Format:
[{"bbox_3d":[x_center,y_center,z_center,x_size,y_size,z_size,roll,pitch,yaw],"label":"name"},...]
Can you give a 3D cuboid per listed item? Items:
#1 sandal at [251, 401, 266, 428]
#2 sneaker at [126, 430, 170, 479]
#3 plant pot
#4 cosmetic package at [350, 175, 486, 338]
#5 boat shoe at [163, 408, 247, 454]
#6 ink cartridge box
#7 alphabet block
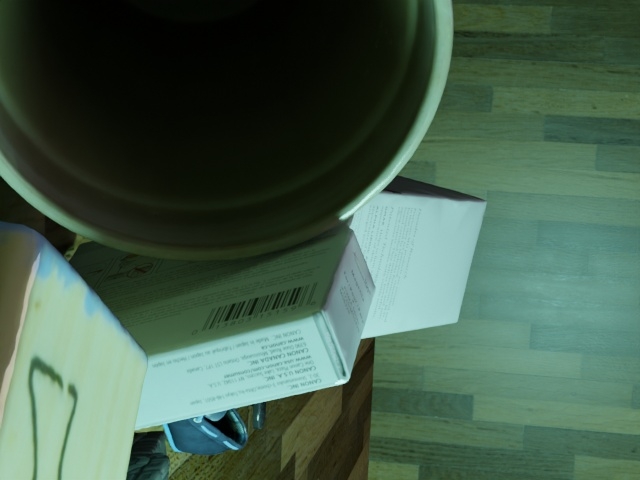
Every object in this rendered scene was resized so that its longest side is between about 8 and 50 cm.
[{"bbox_3d":[-0.098,0.163,1.689,0.067,0.040,0.179,82,0,-71],"label":"sandal"},{"bbox_3d":[-0.154,0.227,0.991,0.286,0.109,0.130,0,80,-89],"label":"sneaker"},{"bbox_3d":[-0.087,-0.191,0.925,0.280,0.323,0.323,-100,-174,-58],"label":"plant pot"},{"bbox_3d":[0.000,0.000,1.325,0.385,0.217,0.156,-5,109,-65],"label":"cosmetic package"},{"bbox_3d":[-0.126,0.143,1.341,0.258,0.089,0.109,75,21,-61],"label":"boat shoe"},{"bbox_3d":[-0.094,0.047,0.946,0.239,0.275,0.060,-66,138,-62],"label":"ink cartridge box"},{"bbox_3d":[-0.204,0.110,0.575,0.192,0.193,0.197,68,27,-65],"label":"alphabet block"}]
